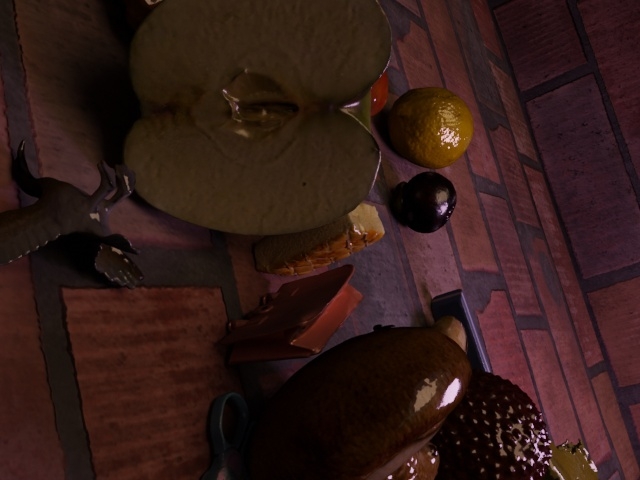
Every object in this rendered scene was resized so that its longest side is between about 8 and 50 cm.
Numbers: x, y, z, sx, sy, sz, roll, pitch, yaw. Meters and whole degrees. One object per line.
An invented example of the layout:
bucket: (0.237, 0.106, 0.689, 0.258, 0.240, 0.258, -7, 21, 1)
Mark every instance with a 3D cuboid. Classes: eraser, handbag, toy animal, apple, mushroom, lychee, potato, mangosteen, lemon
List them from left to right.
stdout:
toy animal: (-0.276, -0.037, 0.839, 0.273, 0.160, 0.197, 17, 55, -63)
apple: (-0.089, -0.194, 1.029, 0.361, 0.311, 0.319, -2, 71, -15)
handbag: (-0.038, 0.109, 1.114, 0.212, 0.158, 0.059, -42, 116, -59)
mushroom: (0.075, 0.263, 1.033, 0.259, 0.345, 0.345, 52, 28, 8)
mangosteen: (0.239, -0.093, 1.752, 0.152, 0.153, 0.152, 38, 41, -43)
lemon: (0.273, -0.279, 1.859, 0.260, 0.204, 0.204, 14, 60, -47)
potato: (0.274, 0.234, 1.641, 0.107, 0.080, 0.170, 47, 32, -21)
eraser: (0.322, 0.228, 1.726, 0.036, 0.082, 0.224, -10, 80, -59)
lychee: (0.278, 0.371, 1.382, 0.304, 0.275, 0.275, 30, 41, -13)

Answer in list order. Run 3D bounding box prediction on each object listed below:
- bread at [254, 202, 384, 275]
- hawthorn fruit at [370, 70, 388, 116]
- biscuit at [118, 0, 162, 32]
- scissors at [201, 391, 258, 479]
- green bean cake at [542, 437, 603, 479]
bread: (-0.001, 0.000, 1.220, 0.125, 0.189, 0.068, 10, 58, -59)
hawthorn fruit: (0.006, -0.334, 1.438, 0.211, 0.211, 0.262, -4, 68, -60)
biscuit: (-0.216, -0.393, 1.198, 0.326, 0.107, 0.325, 33, 48, -47)
scissors: (-0.126, 0.315, 0.960, 0.125, 0.030, 0.256, 58, 28, -25)
green bean cake: (0.507, 0.553, 1.736, 0.310, 0.202, 0.284, -4, 63, -61)
